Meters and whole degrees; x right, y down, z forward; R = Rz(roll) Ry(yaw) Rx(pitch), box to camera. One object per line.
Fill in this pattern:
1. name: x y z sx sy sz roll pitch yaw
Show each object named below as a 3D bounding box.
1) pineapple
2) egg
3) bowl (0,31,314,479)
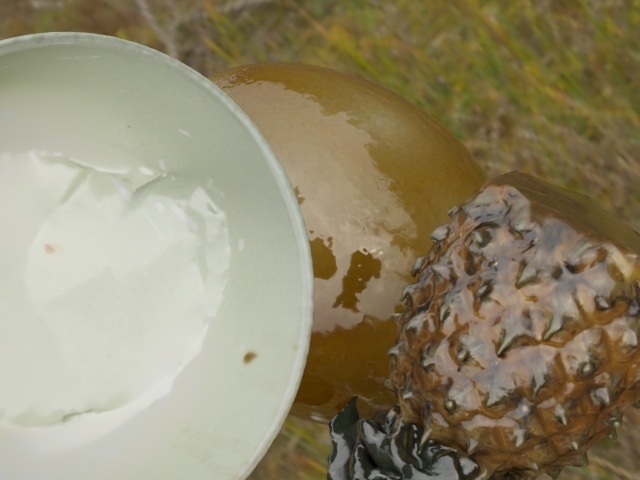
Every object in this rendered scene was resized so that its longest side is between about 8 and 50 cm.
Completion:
1. pineapple: 0.063 0.136 1.087 0.165 0.165 0.364 46 111 43
2. egg: 0.000 0.000 1.608 0.351 0.282 0.282 42 93 15
3. bowl: -0.154 0.029 1.035 0.145 0.277 0.277 2 64 63
